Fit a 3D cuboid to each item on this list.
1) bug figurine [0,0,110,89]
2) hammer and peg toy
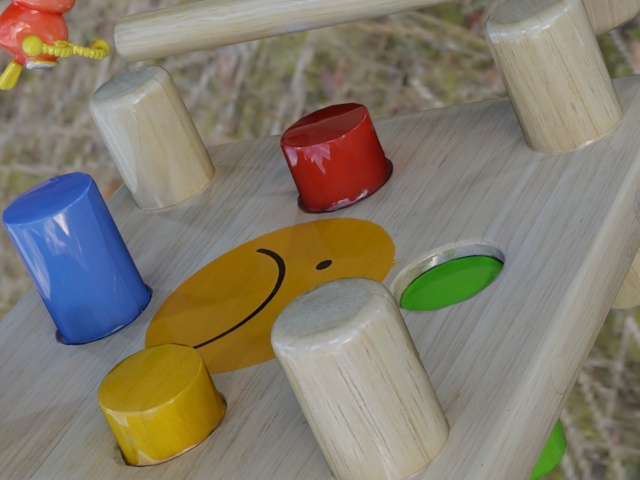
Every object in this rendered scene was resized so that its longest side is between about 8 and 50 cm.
[{"bbox_3d":[-0.174,-0.160,0.773,0.072,0.279,0.216,19,108,26],"label":"bug figurine"},{"bbox_3d":[0.000,0.000,0.673,0.266,0.127,0.361,-8,30,31],"label":"hammer and peg toy"}]
